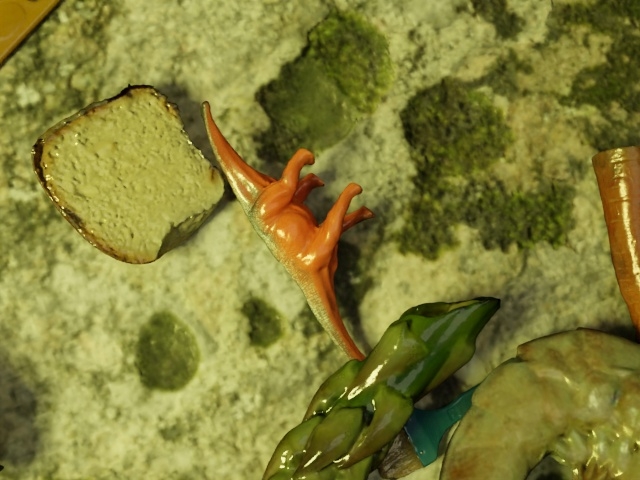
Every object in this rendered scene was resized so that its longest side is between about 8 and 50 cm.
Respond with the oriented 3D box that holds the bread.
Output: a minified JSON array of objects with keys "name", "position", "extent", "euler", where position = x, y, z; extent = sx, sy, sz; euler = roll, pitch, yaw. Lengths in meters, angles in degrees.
[{"name":"bread","position":[-0.147,-0.048,0.737],"extent":[0.126,0.044,0.129],"euler":[-37,87,-22]}]

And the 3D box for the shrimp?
[{"name":"shrimp","position":[0.218,0.231,0.697],"extent":[0.247,0.085,0.360],"euler":[-7,61,-5]}]

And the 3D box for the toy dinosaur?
[{"name":"toy dinosaur","position":[-0.001,0.000,0.754],"extent":[0.279,0.055,0.101],"euler":[45,85,-3]}]

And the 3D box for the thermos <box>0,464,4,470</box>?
[{"name":"thermos","position":[-0.302,0.106,0.664],"extent":[0.083,0.073,0.187],"euler":[-42,91,-16]}]

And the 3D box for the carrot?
[{"name":"carrot","position":[0.278,0.032,0.807],"extent":[0.057,0.057,0.224],"euler":[-8,86,-13]}]

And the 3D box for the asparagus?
[{"name":"asparagus","position":[0.025,0.138,0.718],"extent":[0.080,0.080,0.287],"euler":[37,85,-4]}]

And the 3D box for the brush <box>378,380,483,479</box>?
[{"name":"brush","position":[0.112,0.139,0.773],"extent":[0.164,0.014,0.051],"euler":[-27,89,-15]}]

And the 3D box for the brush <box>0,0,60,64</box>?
[{"name":"brush","position":[-0.285,-0.123,0.735],"extent":[0.103,0.013,0.272],"euler":[37,75,-4]}]
